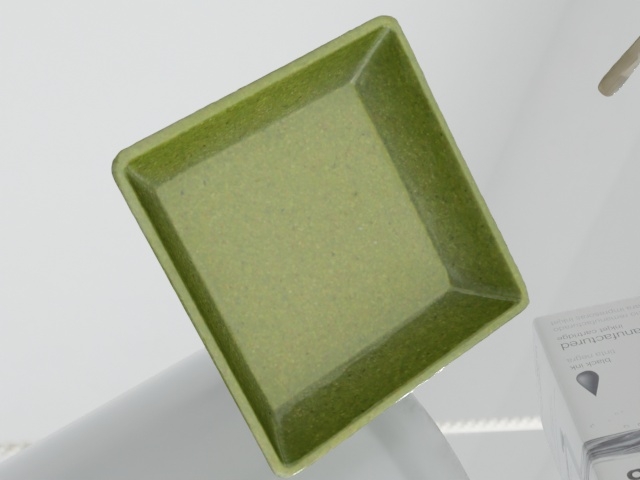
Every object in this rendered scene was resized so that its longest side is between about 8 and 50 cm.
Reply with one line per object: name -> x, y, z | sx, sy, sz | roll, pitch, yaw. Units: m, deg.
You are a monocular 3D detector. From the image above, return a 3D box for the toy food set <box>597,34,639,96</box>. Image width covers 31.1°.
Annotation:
toy food set -> 0.321, -0.105, 0.894 | 0.132, 0.192, 0.038 | -55, -177, 26

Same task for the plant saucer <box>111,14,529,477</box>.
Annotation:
plant saucer -> 0.000, 0.000, 0.629 | 0.045, 0.188, 0.188 | -8, -69, 62

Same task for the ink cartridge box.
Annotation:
ink cartridge box -> 0.282, 0.156, 0.801 | 0.283, 0.207, 0.117 | -99, 177, -60

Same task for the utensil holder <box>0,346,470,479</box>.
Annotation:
utensil holder -> -0.118, 0.273, 0.805 | 0.328, 0.386, 0.327 | 38, -37, 37
